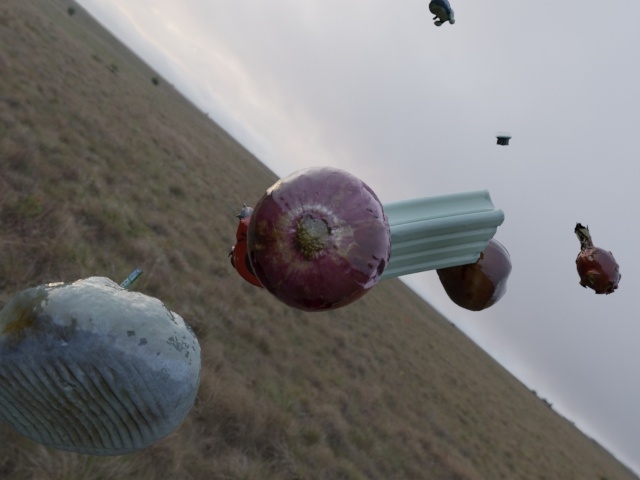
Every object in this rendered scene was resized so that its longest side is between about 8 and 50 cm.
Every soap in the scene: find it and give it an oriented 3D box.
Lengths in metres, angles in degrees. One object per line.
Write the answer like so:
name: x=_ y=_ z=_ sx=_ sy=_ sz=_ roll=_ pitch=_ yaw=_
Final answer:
soap: x=0.209 y=-0.011 z=1.119 sx=0.160 sy=0.265 sz=0.088 roll=105 pitch=-31 yaw=-49

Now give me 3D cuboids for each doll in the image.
doll: x=0.332 y=-0.636 z=1.562 sx=0.083 sy=0.051 sz=0.076 roll=42 pitch=-19 yaw=-32

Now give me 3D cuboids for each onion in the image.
onion: x=-0.003 y=-0.001 z=0.687 sx=0.177 sy=0.177 sz=0.153 roll=41 pitch=-21 yaw=17

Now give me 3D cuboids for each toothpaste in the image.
toothpaste: x=-0.621 y=0.126 z=1.859 sx=0.020 sy=0.083 sz=0.017 roll=36 pitch=-23 yaw=13

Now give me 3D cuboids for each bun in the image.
bun: x=-0.382 y=0.207 z=0.958 sx=0.362 sy=0.361 sz=0.211 roll=40 pitch=28 yaw=-31

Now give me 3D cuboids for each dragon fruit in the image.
dragon fruit: x=0.866 y=0.056 z=1.799 sx=0.125 sy=0.125 sz=0.246 roll=14 pitch=59 yaw=-68

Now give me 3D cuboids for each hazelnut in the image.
hazelnut: x=0.347 y=0.073 z=1.308 sx=0.178 sy=0.178 sz=0.204 roll=41 pitch=6 yaw=6

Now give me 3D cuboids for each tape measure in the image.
tape measure: x=-0.172 y=0.032 z=1.842 sx=0.253 sy=0.261 sz=0.114 roll=19 pitch=33 yaw=-5

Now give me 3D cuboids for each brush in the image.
brush: x=0.494 y=-0.276 z=1.531 sx=0.043 sy=0.032 sz=0.193 roll=8 pitch=15 yaw=15
